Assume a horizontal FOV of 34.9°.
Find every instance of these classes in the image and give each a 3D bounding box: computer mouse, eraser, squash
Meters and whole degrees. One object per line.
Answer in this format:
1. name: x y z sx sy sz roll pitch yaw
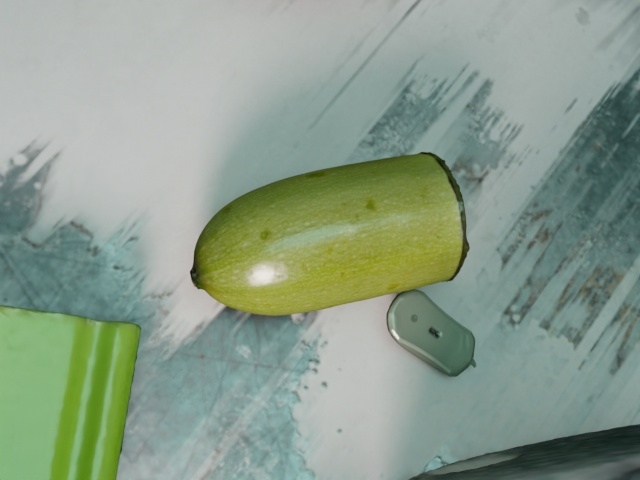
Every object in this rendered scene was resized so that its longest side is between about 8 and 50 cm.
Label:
1. computer mouse: 0.108 0.093 1.005 0.110 0.032 0.056 36 73 -13
2. eraser: -0.275 0.195 0.864 0.210 0.092 0.274 8 74 -12
3. squash: 0.000 0.000 0.949 0.247 0.132 0.132 -12 80 -16

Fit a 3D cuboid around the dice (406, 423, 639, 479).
1. dice: 0.249 0.327 0.818 0.330 0.348 0.328 -10 81 -13
